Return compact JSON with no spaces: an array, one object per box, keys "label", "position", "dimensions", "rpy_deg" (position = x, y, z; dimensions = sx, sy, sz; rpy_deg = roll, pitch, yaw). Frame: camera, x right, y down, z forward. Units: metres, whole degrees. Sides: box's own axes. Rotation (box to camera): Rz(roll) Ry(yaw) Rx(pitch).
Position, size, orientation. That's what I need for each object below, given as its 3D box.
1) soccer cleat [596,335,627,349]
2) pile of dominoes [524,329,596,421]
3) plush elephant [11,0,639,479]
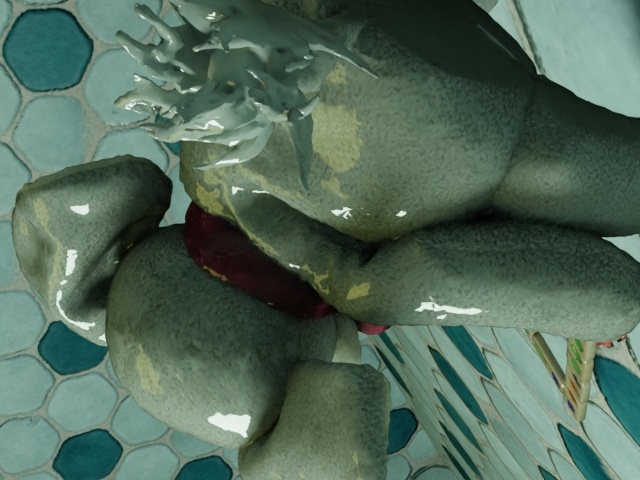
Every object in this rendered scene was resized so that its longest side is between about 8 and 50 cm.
[{"label":"soccer cleat","position":[0.221,0.071,0.819],"dimensions":[0.036,0.029,0.083],"rpy_deg":[64,173,7]},{"label":"pile of dominoes","position":[0.166,0.044,0.871],"dimensions":[0.196,0.040,0.251],"rpy_deg":[63,178,28]},{"label":"plush elephant","position":[0.000,0.000,0.500],"dimensions":[0.330,0.255,0.272],"rpy_deg":[-13,-126,-50]}]
